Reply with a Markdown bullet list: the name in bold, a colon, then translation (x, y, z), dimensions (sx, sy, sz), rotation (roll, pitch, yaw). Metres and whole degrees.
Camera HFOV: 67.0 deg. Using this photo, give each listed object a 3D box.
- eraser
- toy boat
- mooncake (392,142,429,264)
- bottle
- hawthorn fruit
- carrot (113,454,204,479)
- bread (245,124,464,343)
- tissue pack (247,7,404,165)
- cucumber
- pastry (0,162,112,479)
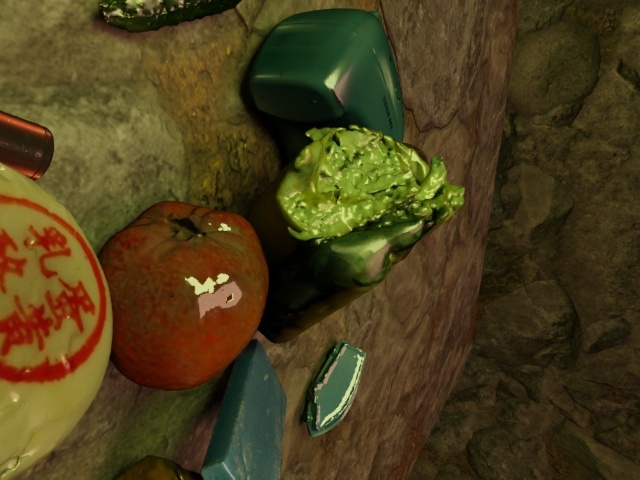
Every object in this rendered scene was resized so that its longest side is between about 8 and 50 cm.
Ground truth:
- **eraser**: translation (-0.105, 0.290, 0.755), dimensions (0.312, 0.043, 0.144), rotation (-89, 157, -72)
- **toy boat**: translation (0.028, 0.366, 1.185), dimensions (0.237, 0.109, 0.098), rotation (-62, -177, -22)
- **mooncake**: translation (0.145, -0.085, 1.108), dimensions (0.284, 0.156, 0.284), rotation (-30, 127, -50)
- **bottle**: translation (-0.311, -0.096, 0.397), dimensions (0.164, 0.060, 0.060), rotation (18, 87, -61)
- **hawthorn fruit**: translation (-0.171, 0.086, 0.604), dimensions (0.210, 0.211, 0.262), rotation (-40, 154, -47)
- **carrot**: translation (-0.191, 0.473, 0.695), dimensions (0.241, 0.242, 0.340), rotation (-57, 144, -29)
- **bread**: translation (0.000, 0.000, 0.718), dimensions (0.251, 0.208, 0.376), rotation (-32, 170, -34)
- **tissue pack**: translation (0.028, -0.225, 0.786), dimensions (0.206, 0.198, 0.287), rotation (-62, 147, -24)
- **cucumber**: translation (-0.162, -0.290, 0.567), dimensions (0.227, 0.069, 0.069), rotation (-42, 138, -39)
- **pastry**: translation (-0.278, 0.062, 0.375), dimensions (0.265, 0.133, 0.264), rotation (-15, 90, -74)
